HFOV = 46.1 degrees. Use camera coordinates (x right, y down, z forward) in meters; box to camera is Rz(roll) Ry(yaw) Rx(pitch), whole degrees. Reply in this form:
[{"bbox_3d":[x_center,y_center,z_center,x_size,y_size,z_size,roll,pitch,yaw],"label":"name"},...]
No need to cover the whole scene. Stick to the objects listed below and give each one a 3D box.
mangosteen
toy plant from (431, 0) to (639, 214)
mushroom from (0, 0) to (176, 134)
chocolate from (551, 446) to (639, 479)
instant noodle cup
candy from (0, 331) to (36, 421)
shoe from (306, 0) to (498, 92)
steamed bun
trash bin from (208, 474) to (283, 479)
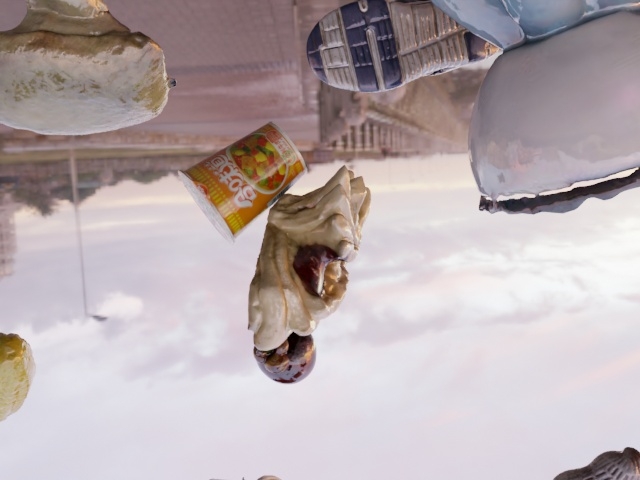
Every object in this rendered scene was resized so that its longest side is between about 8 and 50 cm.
[{"bbox_3d":[-0.074,0.208,1.419,0.140,0.140,0.140,-2,-174,0],"label":"mangosteen"},{"bbox_3d":[0.192,-0.211,0.610,0.247,0.332,0.247,-19,-170,3],"label":"toy plant"},{"bbox_3d":[-0.328,-0.218,0.994,0.212,0.217,0.292,-50,175,-33],"label":"mushroom"},{"bbox_3d":[0.453,0.393,1.230,0.167,0.072,0.072,-31,177,18],"label":"chocolate"},{"bbox_3d":[-0.129,-0.111,1.320,0.185,0.168,0.168,-38,-164,-12],"label":"instant noodle cup"},{"bbox_3d":[-0.421,0.173,0.985,0.094,0.106,0.199,25,145,-20],"label":"candy"},{"bbox_3d":[0.082,-0.203,0.781,0.207,0.091,0.106,-14,-173,-18],"label":"shoe"},{"bbox_3d":[0.000,0.000,1.292,0.189,0.247,0.428,-11,-167,14],"label":"steamed bun"},{"bbox_3d":[-0.162,0.649,1.659,0.296,0.255,0.368,35,156,-23],"label":"trash bin"}]
